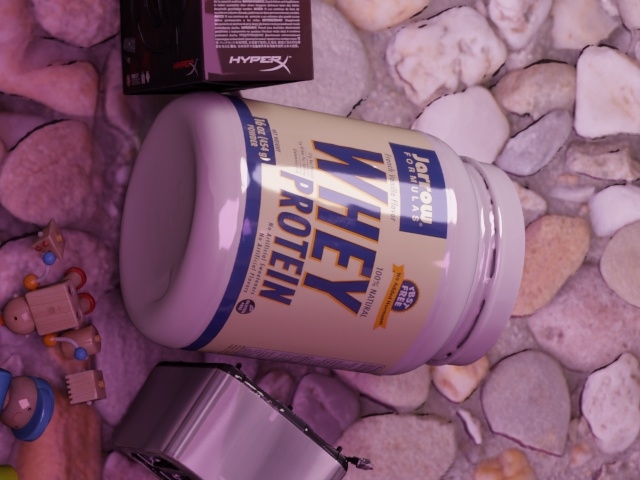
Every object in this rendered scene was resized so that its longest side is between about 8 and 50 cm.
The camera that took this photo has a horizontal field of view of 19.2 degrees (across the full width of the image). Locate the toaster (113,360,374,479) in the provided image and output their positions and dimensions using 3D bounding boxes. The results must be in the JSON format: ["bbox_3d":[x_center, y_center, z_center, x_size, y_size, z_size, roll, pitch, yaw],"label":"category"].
[{"bbox_3d":[-0.078,0.196,1.750,0.168,0.186,0.110,41,70,-20],"label":"toaster"}]

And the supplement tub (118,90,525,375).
[{"bbox_3d":[0.000,0.000,1.754,0.325,0.235,0.235,9,87,-24],"label":"supplement tub"}]

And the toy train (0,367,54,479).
[{"bbox_3d":[-0.334,0.222,1.689,0.143,0.105,0.248,18,88,-41],"label":"toy train"}]

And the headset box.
[{"bbox_3d":[-0.101,-0.282,1.713,0.110,0.218,0.293,-3,93,-25],"label":"headset box"}]

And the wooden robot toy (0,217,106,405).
[{"bbox_3d":[-0.253,0.071,1.745,0.079,0.076,0.173,-15,99,12],"label":"wooden robot toy"}]
